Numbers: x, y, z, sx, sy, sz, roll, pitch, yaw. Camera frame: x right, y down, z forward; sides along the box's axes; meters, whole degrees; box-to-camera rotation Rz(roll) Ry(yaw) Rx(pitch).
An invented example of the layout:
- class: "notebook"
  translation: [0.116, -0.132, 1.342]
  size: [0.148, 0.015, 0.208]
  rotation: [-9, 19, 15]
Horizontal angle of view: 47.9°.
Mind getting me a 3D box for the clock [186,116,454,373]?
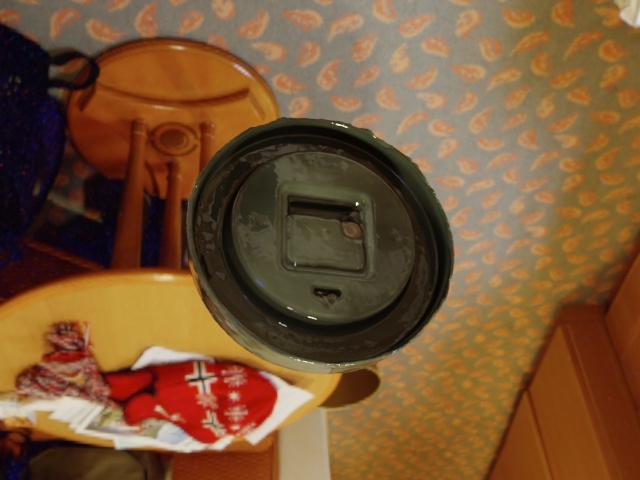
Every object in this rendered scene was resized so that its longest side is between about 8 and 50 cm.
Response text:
- class: "clock"
  translation: [0.000, 0.000, 0.863]
  size: [0.324, 0.325, 0.067]
  rotation: [6, 153, -14]
